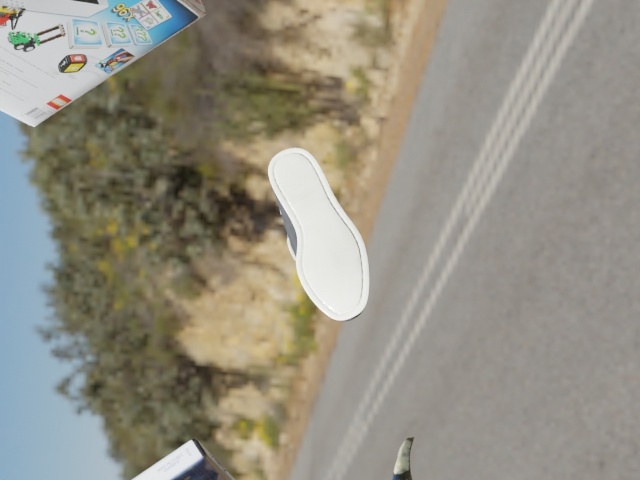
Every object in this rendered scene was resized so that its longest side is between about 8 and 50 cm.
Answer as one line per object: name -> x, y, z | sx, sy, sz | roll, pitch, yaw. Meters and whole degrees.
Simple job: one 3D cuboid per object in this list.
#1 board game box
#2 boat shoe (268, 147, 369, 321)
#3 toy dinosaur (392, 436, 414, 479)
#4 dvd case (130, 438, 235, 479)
board game box -> -0.247, -0.200, 1.131 | 0.305, 0.193, 0.053 | 30, -147, -60
boat shoe -> 0.000, 0.000, 0.928 | 0.038, 0.046, 0.125 | 70, 174, -63
toy dinosaur -> 0.044, 0.218, 1.133 | 0.268, 0.118, 0.064 | -133, 19, -82
dvd case -> -0.191, 0.268, 1.266 | 0.022, 0.253, 0.180 | 54, 174, 20
